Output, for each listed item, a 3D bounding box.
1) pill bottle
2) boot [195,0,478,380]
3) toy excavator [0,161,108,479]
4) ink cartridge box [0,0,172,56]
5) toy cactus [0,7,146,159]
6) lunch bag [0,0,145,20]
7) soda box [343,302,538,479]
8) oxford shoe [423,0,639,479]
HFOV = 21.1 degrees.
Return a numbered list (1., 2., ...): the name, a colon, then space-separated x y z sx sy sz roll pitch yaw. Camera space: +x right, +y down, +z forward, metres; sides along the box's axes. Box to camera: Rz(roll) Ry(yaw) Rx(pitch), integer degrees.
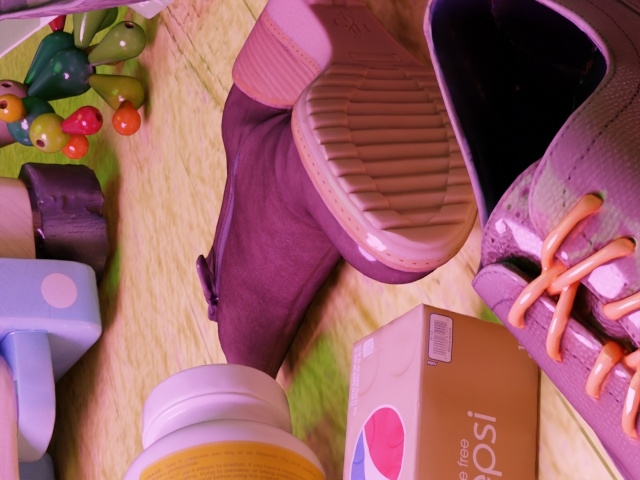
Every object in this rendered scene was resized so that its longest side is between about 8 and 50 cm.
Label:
1. pill bottle: -0.042 0.150 0.801 0.103 0.103 0.184 -55 30 37
2. boot: 0.000 0.000 0.863 0.248 0.090 0.206 -110 30 -52
3. toy excavator: -0.242 0.143 1.180 0.433 0.222 0.445 -41 54 51
4. ink cartridge box: -0.141 -0.234 1.241 0.235 0.056 0.171 -32 46 35
5. toy cactus: -0.215 -0.121 1.307 0.180 0.112 0.219 -28 39 22
6. lunch bag: -0.062 -0.210 0.870 0.287 0.235 0.169 -20 93 62
7. soda box: 0.045 0.122 0.681 0.061 0.058 0.181 -35 44 56
8. oxford shoe: 0.109 0.041 0.492 0.130 0.133 0.363 -60 28 29
